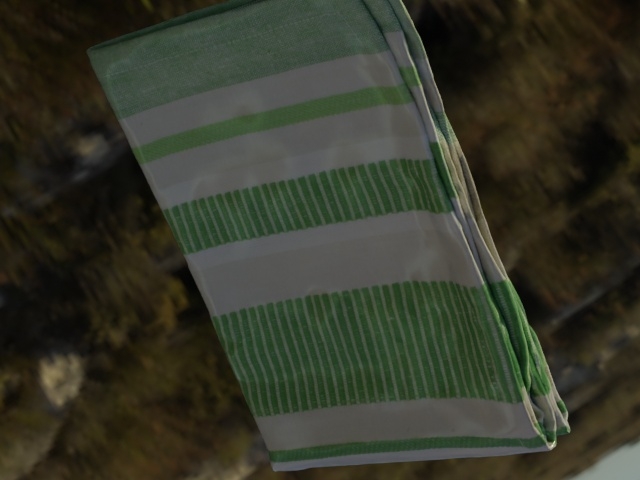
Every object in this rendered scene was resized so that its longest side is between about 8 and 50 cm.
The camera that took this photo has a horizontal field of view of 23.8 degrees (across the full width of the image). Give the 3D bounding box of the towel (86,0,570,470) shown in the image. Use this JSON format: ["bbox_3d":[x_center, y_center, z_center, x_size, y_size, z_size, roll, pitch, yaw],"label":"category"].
[{"bbox_3d":[0.000,0.000,0.970,0.248,0.325,0.038,-11,-161,38],"label":"towel"}]
